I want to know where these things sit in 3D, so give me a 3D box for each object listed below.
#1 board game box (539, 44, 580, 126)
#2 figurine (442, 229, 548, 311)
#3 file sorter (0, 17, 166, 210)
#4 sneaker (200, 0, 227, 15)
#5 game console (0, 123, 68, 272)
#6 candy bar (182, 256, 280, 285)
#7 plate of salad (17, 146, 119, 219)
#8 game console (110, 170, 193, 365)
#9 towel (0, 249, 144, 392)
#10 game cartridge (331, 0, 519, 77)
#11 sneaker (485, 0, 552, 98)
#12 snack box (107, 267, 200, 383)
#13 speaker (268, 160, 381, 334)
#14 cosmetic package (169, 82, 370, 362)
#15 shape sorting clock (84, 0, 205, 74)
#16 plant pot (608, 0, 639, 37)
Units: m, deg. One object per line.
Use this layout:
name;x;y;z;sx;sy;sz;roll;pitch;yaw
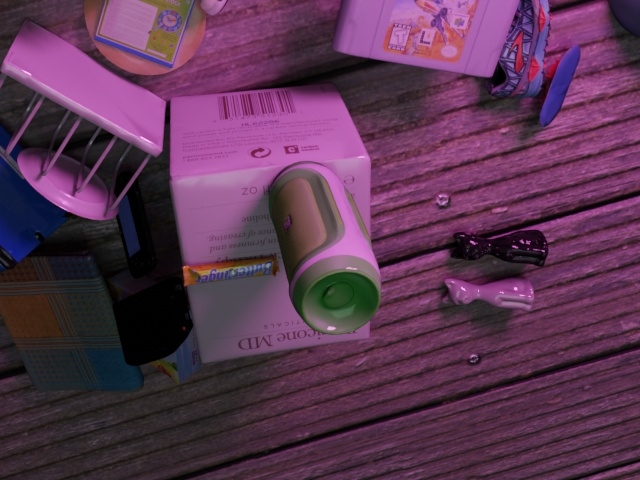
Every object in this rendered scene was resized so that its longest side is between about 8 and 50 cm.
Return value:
board game box;0.462;-0.310;1.504;0.133;0.033;0.169;-23;134;-52
figurine;0.391;0.072;1.743;0.209;0.092;0.215;3;123;-4
file sorter;-0.437;-0.210;1.316;0.277;0.193;0.173;30;116;-27
sneaker;-0.170;-0.520;1.229;0.118;0.110;0.292;10;112;-9
game console;-0.664;-0.086;1.422;0.250;0.173;0.293;-46;114;-18
candy bar;-0.147;0.050;1.253;0.161;0.018;0.040;-6;124;-7
plate of salad;-0.460;-0.098;1.375;0.199;0.200;0.048;31;111;-27
game console;-0.351;0.052;1.454;0.044;0.362;0.213;-7;168;-44
towel;-0.539;0.176;1.590;0.271;0.040;0.370;-1;124;13
game cartridge;0.182;-0.388;1.256;0.297;0.062;0.198;6;127;-14
sneaker;0.360;-0.381;1.423;0.125;0.104;0.262;-10;124;-3
snack box;-0.348;0.175;1.580;0.070;0.207;0.175;-34;138;-42
speaker;0.000;0.000;1.082;0.131;0.297;0.131;-6;124;-9
cosmetic package;-0.095;-0.042;1.413;0.329;0.327;0.394;-8;125;-7
shape sorting clock;-0.303;-0.391;1.313;0.206;0.040;0.206;-2;119;-4
plant pot;0.706;-0.476;1.377;0.290;0.195;0.290;-6;124;-8
